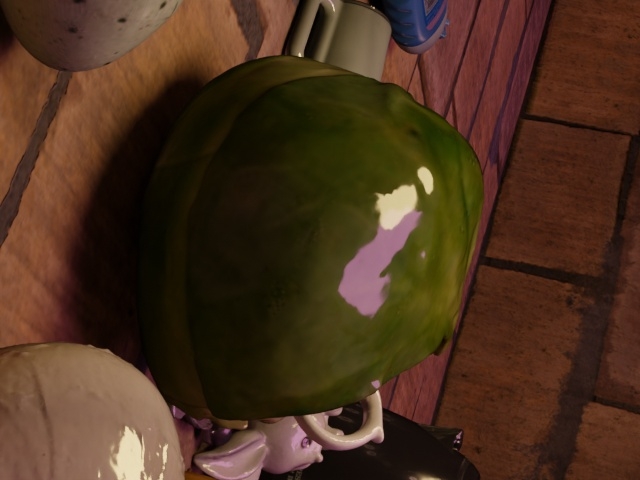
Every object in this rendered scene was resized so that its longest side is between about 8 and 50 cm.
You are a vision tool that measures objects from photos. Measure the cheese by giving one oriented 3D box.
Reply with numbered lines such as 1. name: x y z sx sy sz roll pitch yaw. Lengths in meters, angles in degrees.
1. cheese: -0.176 0.157 0.770 0.154 0.198 0.189 146 -52 -59

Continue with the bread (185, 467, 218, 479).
1. bread: -0.143 0.339 0.995 0.270 0.212 0.315 47 54 -72

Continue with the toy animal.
1. toy animal: -0.053 0.237 1.421 0.220 0.131 0.103 -56 169 -48

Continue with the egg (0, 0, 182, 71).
1. egg: -0.139 -0.177 0.742 0.164 0.131 0.131 -58 175 26

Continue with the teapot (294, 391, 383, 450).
1. teapot: 0.003 0.080 1.354 0.204 0.139 0.298 -34 -133 56

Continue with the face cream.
1. face cream: 0.126 -0.343 1.657 0.264 0.083 0.149 68 39 -66

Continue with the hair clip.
1. hair clip: -0.108 0.126 1.276 0.187 0.056 0.146 87 18 -72

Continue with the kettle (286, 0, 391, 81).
1. kettle: 0.010 -0.189 1.378 0.098 0.127 0.148 -29 -137 65

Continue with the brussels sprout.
1. brussels sprout: 0.000 0.000 1.070 0.371 0.276 0.314 -1 95 -67

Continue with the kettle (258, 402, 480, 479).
1. kettle: 0.066 0.351 1.636 0.207 0.290 0.268 35 70 -76
